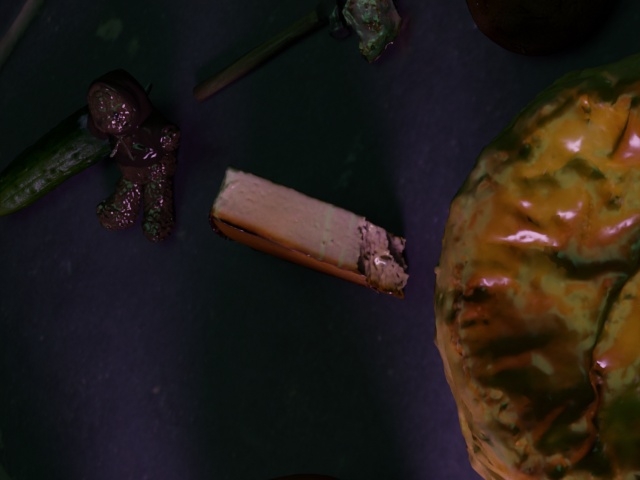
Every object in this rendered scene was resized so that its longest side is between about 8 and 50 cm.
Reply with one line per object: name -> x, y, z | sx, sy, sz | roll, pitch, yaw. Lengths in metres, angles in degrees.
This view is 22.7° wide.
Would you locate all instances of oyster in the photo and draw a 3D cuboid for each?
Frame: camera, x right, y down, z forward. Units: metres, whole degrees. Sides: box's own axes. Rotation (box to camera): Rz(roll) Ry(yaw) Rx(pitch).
oyster -> 0.047, -0.194, 1.370 | 0.054, 0.019, 0.083 | -36, 58, 28

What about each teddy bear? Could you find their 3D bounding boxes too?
teddy bear -> -0.166, -0.084, 1.471 | 0.119, 0.078, 0.160 | 17, 126, 40

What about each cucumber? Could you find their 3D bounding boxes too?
cucumber -> -0.245, -0.090, 1.561 | 0.250, 0.056, 0.056 | -29, 59, 30

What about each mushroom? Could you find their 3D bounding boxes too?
mushroom -> 0.169, -0.202, 1.240 | 0.127, 0.087, 0.127 | 11, 107, 40

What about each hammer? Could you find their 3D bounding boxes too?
hammer -> -0.050, -0.175, 1.447 | 0.182, 0.017, 0.062 | -27, 60, 32

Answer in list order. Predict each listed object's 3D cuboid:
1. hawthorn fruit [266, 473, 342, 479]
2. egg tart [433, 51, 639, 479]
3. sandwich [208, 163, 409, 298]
hawthorn fruit -> -0.045, 0.274, 1.204 | 0.251, 0.199, 0.199 | -11, 69, 53
egg tart -> 0.226, 0.041, 1.071 | 0.341, 0.132, 0.341 | -12, 70, 36
sandwich -> 0.000, 0.000, 1.304 | 0.162, 0.193, 0.058 | 21, 86, 6
